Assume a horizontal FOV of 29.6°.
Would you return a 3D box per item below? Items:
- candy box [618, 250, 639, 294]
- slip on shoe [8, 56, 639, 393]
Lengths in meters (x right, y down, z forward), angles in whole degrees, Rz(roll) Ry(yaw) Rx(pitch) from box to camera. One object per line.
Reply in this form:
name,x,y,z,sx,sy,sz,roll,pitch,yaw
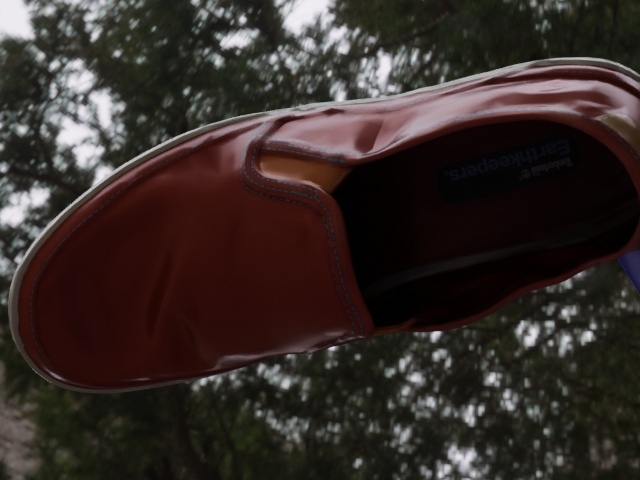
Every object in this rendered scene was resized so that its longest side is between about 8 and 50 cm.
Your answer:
candy box,0.333,-0.045,0.746,0.122,0.317,0.268,18,-22,43
slip on shoe,0.000,0.000,0.557,0.331,0.101,0.123,-15,-74,13
